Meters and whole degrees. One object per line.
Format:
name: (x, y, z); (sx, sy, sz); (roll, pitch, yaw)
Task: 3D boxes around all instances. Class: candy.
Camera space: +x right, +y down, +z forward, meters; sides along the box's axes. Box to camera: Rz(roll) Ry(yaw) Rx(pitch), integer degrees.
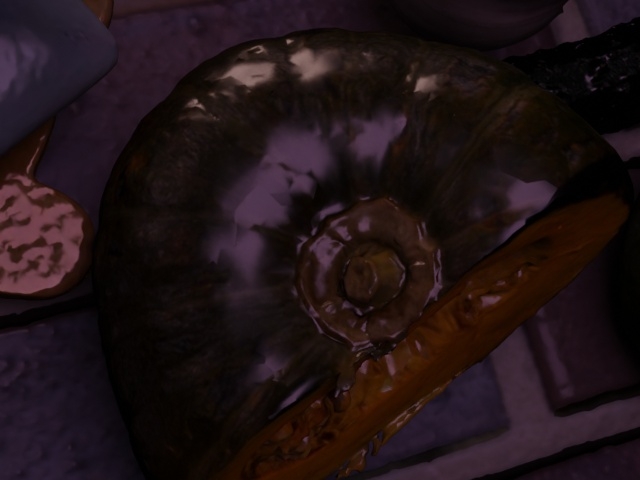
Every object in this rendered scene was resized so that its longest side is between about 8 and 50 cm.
candy: (-0.218, -0.128, 0.865); (0.138, 0.071, 0.174); (-42, 88, -21)

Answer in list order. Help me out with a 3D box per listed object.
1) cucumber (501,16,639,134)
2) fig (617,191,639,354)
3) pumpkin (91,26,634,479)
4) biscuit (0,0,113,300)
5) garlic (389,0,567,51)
cucumber: (0.196, -0.113, 1.054); (0.303, 0.072, 0.081); (-17, 81, -23)
fig: (0.315, 0.003, 0.977); (0.203, 0.235, 0.203); (6, 69, -16)
pumpkin: (0.000, 0.000, 0.898); (0.325, 0.242, 0.232); (-33, 66, -11)
biscuit: (-0.240, -0.027, 0.894); (0.216, 0.047, 0.339); (6, 74, -13)
garlic: (0.126, -0.241, 1.027); (0.207, 0.207, 0.257); (65, 24, 6)
